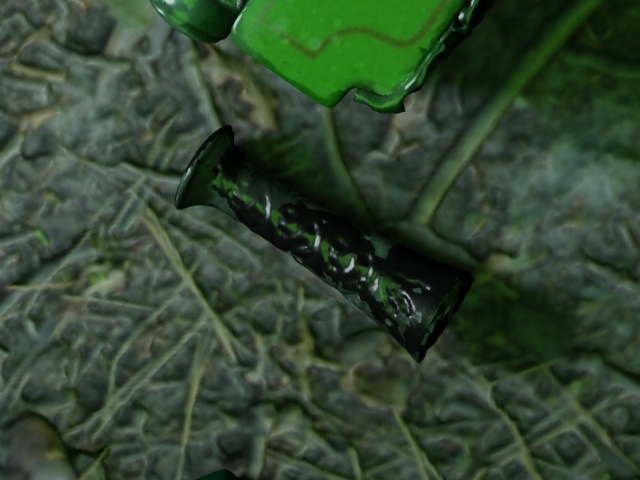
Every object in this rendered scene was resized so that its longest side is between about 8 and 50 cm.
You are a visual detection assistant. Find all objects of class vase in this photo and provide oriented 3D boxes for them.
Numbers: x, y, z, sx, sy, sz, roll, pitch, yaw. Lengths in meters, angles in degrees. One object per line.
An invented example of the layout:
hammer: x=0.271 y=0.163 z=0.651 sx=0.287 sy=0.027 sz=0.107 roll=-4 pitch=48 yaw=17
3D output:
vase: x=0.000 y=0.000 z=0.877 sx=0.167 sy=0.059 sz=0.059 roll=32 pitch=108 yaw=11

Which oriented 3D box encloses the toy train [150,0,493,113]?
toy train: x=0.022 y=-0.188 z=0.804 sx=0.188 sy=0.132 sz=0.243 roll=36 pitch=108 yaw=0

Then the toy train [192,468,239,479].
toy train: x=-0.104 y=0.308 z=0.913 sx=0.249 sy=0.178 sz=0.429 roll=-25 pitch=93 yaw=8
